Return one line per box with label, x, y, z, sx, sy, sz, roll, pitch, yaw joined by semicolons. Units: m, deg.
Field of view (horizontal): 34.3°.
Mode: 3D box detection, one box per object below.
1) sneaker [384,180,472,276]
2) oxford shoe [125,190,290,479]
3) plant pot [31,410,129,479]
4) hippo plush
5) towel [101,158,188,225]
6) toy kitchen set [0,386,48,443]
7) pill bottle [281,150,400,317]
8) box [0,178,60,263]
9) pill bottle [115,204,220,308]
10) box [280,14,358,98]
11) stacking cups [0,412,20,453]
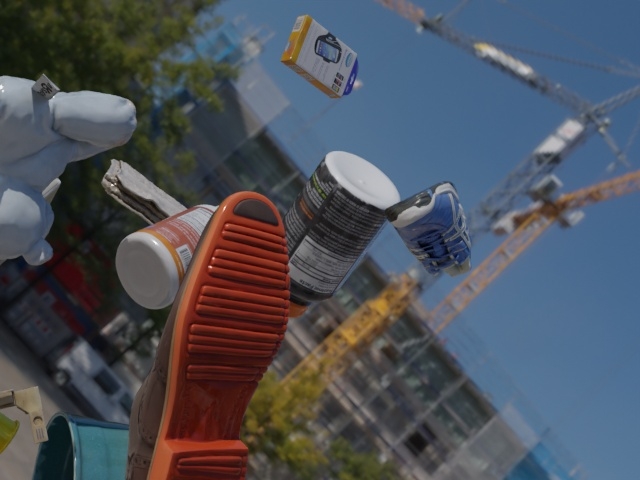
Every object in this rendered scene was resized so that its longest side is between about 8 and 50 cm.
sneaker;0.133;-0.010;1.159;0.211;0.080;0.081;18;50;-67
oxford shoe;-0.098;0.092;0.784;0.097;0.271;0.098;18;-5;-40
plant pot;-0.279;0.399;1.545;0.255;0.272;0.271;9;5;-26
hippo plush;-0.373;-0.087;1.374;0.234;0.237;0.294;8;1;-15
towel;-0.296;-0.053;1.994;0.282;0.049;0.187;38;6;-15
toy kitchen set;-0.404;0.234;1.353;0.068;0.083;0.075;142;-65;-71
pill bottle;0.000;0.000;1.517;0.130;0.246;0.130;27;28;-16
box;-0.559;-0.050;1.771;0.121;0.148;0.311;47;-30;-4
pill bottle;-0.201;0.015;1.605;0.121;0.216;0.121;14;-64;32
box;0.004;-0.283;1.626;0.028;0.081;0.136;6;-20;46
stacking cups;-0.705;0.279;1.912;0.316;0.096;0.096;45;-11;-20
